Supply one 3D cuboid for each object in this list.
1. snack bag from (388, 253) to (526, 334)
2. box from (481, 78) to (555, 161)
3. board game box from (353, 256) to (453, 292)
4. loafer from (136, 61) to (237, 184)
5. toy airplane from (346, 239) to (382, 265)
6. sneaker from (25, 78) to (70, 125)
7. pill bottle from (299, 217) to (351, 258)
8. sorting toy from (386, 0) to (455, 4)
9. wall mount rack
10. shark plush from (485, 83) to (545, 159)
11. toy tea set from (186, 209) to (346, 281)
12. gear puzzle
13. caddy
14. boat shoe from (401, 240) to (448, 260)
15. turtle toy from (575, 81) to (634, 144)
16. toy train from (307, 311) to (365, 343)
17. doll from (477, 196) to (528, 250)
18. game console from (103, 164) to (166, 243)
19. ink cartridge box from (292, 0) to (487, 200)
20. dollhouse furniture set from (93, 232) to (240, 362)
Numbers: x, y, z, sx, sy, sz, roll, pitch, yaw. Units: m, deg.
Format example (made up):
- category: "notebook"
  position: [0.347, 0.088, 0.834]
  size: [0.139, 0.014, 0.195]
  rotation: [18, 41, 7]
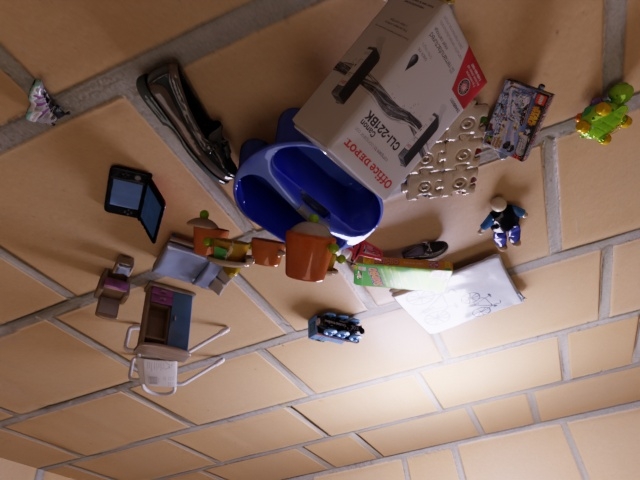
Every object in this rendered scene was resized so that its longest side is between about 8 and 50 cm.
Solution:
- category: "snack bag"
  position: [0.425, 0.168, 1.520]
  size: [0.342, 0.037, 0.323]
  rotation: [-25, 137, 21]
- category: "box"
  position: [0.386, -0.236, 0.975]
  size: [0.027, 0.094, 0.137]
  rotation: [-23, 137, -40]
- category: "board game box"
  position: [0.222, 0.093, 1.365]
  size: [0.259, 0.039, 0.124]
  rotation: [2, 146, 3]
- category: "loafer"
  position: [-0.228, -0.213, 0.940]
  size: [0.084, 0.096, 0.267]
  rotation: [-26, 134, 13]
- category: "toy airplane"
  position: [0.096, -0.010, 1.213]
  size: [0.151, 0.151, 0.028]
  rotation: [22, 175, -29]
- category: "sneaker"
  position: [-0.493, -0.248, 0.904]
  size: [0.069, 0.038, 0.098]
  rotation: [16, 144, -27]
- category: "pill bottle"
  position: [0.000, 0.000, 1.223]
  size: [0.152, 0.086, 0.086]
  rotation: [16, 135, -24]
- category: "sorting toy"
  position: [0.112, -0.433, 0.761]
  size: [0.274, 0.046, 0.132]
  rotation: [9, 137, -19]
- category: "wall mount rack"
  position: [-0.455, 0.369, 1.572]
  size: [0.304, 0.130, 0.350]
  rotation: [7, 138, -11]
- category: "shark plush"
  position: [0.409, -0.243, 1.009]
  size: [0.073, 0.067, 0.161]
  rotation: [17, 134, -26]
- category: "toy tea set"
  position: [-0.110, -0.008, 0.987]
  size: [0.336, 0.200, 0.124]
  rotation: [10, 94, 2]
- category: "gear puzzle"
  position: [0.255, -0.224, 1.037]
  size: [0.175, 0.044, 0.339]
  rotation: [-6, 137, 2]
- category: "caddy"
  position: [-0.023, -0.102, 1.030]
  size: [0.241, 0.179, 0.341]
  rotation: [-32, 134, 25]
- category: "boat shoe"
  position: [0.279, 0.026, 1.327]
  size: [0.125, 0.046, 0.038]
  rotation: [-15, 145, 22]
- category: "turtle toy"
  position: [0.582, -0.261, 1.013]
  size: [0.095, 0.066, 0.130]
  rotation: [17, 134, -25]
- category: "toy train"
  position: [0.051, 0.283, 1.575]
  size: [0.184, 0.080, 0.105]
  rotation: [18, 143, -30]
- category: "doll"
  position: [0.466, -0.042, 1.270]
  size: [0.129, 0.046, 0.189]
  rotation: [-19, 139, 13]
- category: "game console"
  position: [-0.406, -0.075, 1.078]
  size: [0.124, 0.085, 0.144]
  rotation: [12, 136, -21]
- category: "ink cartridge box"
  position: [0.117, -0.230, 0.820]
  size: [0.273, 0.114, 0.197]
  rotation: [-49, 139, 7]
- category: "dollhouse furniture set"
  position: [-0.381, 0.129, 1.235]
  size: [0.286, 0.198, 0.303]
  rotation: [21, 132, -29]
